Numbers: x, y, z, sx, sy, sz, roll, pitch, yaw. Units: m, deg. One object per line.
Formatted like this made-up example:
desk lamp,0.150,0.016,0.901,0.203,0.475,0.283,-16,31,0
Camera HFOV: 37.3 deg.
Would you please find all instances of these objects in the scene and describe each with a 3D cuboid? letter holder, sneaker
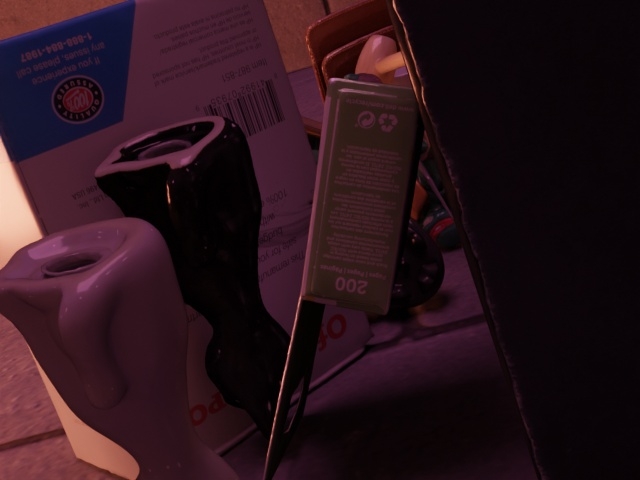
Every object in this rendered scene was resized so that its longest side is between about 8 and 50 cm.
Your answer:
letter holder,0.151,-0.267,1.405,0.301,0.215,0.152,-19,16,-6
sneaker,0.000,-0.001,0.878,0.276,0.098,0.135,16,-5,30

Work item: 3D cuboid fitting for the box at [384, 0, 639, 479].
box,0.306,-0.131,0.556,0.471,0.298,0.480,-15,12,13

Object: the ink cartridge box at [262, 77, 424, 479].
ink cartridge box,0.020,0.024,0.579,0.056,0.235,0.171,9,7,6

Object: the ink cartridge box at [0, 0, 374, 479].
ink cartridge box,-0.117,-0.015,0.696,0.223,0.308,0.129,-30,19,-36

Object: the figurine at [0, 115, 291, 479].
figurine,-0.074,0.064,0.550,0.092,0.210,0.215,-12,26,20

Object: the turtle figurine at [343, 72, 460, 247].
turtle figurine,0.079,-0.057,0.957,0.118,0.175,0.234,2,41,-32

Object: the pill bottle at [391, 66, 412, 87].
pill bottle,0.120,-0.147,1.184,0.078,0.137,0.078,-15,16,5

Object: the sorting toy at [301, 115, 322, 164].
sorting toy,-0.122,-0.133,1.230,0.307,0.041,0.229,14,-17,-31

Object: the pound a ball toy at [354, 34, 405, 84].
pound a ball toy,0.165,-0.123,1.010,0.208,0.136,0.319,16,7,-18
